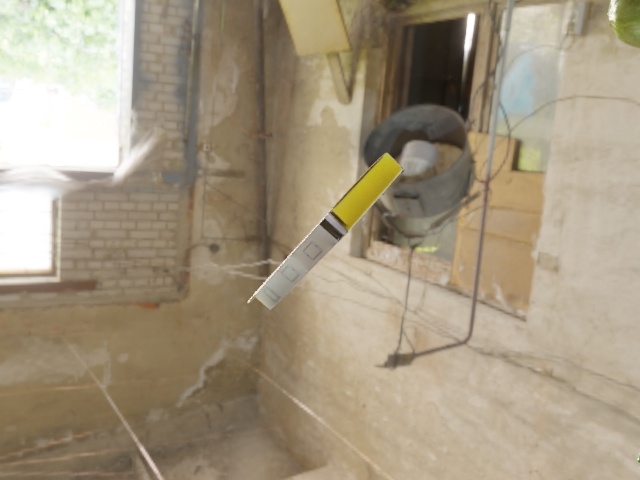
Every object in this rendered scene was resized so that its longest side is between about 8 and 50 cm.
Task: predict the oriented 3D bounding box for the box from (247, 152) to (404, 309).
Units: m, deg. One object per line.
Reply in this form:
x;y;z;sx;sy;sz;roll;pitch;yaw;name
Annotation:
0.000;0.000;0.804;0.129;0.033;0.247;-48;-179;-37;box

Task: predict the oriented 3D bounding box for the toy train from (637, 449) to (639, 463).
0.674;0.357;1.148;0.188;0.132;0.243;-50;-169;-35;toy train

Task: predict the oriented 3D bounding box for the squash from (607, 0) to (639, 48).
0.543;-0.321;0.801;0.371;0.118;0.118;-13;-178;23;squash
